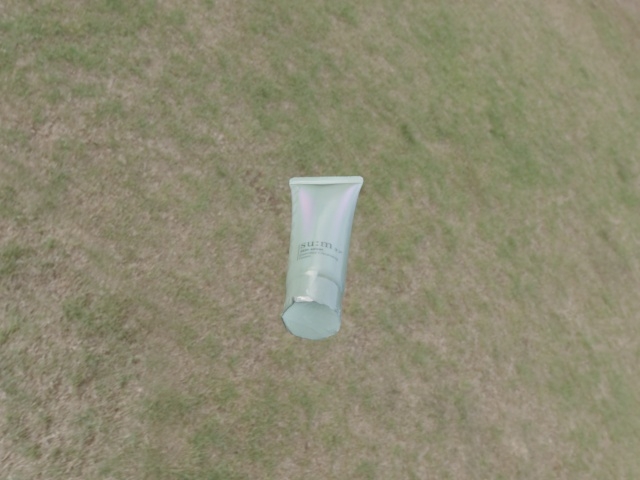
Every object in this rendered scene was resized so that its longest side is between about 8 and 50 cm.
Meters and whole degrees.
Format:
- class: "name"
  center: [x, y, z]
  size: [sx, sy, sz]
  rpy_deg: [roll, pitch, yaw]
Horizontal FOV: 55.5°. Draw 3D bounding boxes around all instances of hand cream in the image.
- class: "hand cream"
  center: [0.000, 0.000, 0.565]
  size: [0.078, 0.050, 0.205]
  rpy_deg: [-2, 41, 7]
